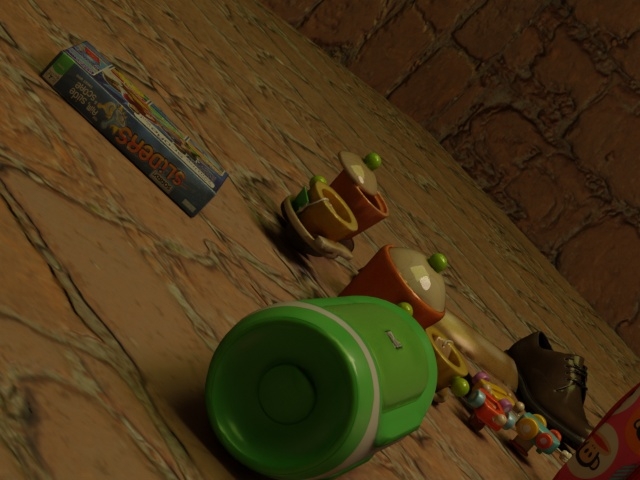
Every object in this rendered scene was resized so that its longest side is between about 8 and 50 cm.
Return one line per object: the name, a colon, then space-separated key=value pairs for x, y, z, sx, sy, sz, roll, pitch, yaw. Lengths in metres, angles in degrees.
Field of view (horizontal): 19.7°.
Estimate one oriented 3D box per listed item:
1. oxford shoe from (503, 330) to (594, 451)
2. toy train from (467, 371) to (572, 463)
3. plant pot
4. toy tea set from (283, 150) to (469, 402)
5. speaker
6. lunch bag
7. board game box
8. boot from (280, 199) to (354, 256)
oxford shoe: x=0.313 y=0.194 z=2.410 sx=0.083 sy=0.096 sz=0.227 roll=39 pitch=12 yaw=-41
toy train: x=0.212 y=0.211 z=2.056 sx=0.166 sy=0.046 sz=0.125 roll=37 pitch=13 yaw=-25
plant pot: x=0.146 y=0.096 z=2.181 sx=0.236 sy=0.032 sz=0.236 roll=38 pitch=1 yaw=-1
toy tea set: x=0.076 y=0.008 z=1.986 sx=0.200 sy=0.124 sz=0.336 roll=32 pitch=24 yaw=-48
speaker: x=0.008 y=0.105 z=1.372 sx=0.131 sy=0.131 sz=0.296 roll=46 pitch=9 yaw=10
lunch bag: x=0.404 y=0.255 z=2.010 sx=0.293 sy=0.258 sz=0.120 roll=33 pitch=12 yaw=-48
board game box: x=-0.180 y=-0.112 z=1.814 sx=0.201 sy=0.035 sz=0.136 roll=43 pitch=9 yaw=-5
boot: x=0.000 y=0.000 z=2.089 sx=0.106 sy=0.037 sz=0.114 roll=31 pitch=10 yaw=-15
